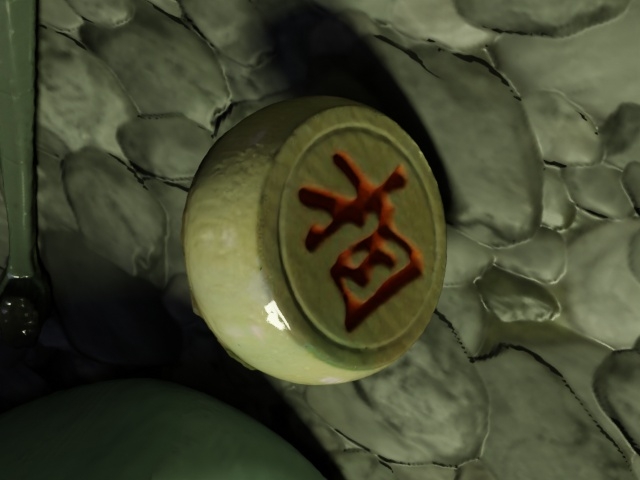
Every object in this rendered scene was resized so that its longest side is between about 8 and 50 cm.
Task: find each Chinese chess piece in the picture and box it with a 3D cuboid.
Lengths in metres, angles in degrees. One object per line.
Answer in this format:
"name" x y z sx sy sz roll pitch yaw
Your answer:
"Chinese chess piece" 0.000 0.000 0.675 0.051 0.122 0.122 -4 122 47

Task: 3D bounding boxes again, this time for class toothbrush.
"toothbrush" -0.149 -0.063 0.781 0.030 0.030 0.297 3 128 -4

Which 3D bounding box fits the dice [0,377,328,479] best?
"dice" -0.123 0.251 0.842 0.262 0.268 0.265 -15 116 39
